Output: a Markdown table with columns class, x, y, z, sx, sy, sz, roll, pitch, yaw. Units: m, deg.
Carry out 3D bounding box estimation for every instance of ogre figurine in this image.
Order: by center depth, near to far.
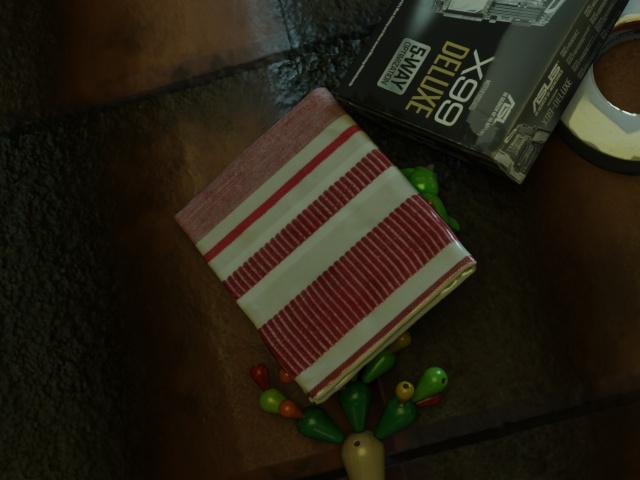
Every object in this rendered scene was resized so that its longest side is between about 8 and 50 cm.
| class | x | y | z | sx | sy | sz | roll | pitch | yaw |
| --- | --- | --- | --- | --- | --- | --- | --- | --- | --- |
| ogre figurine | 0.091 | -0.011 | 1.734 | 0.118 | 0.097 | 0.197 | -22 | 44 | 16 |

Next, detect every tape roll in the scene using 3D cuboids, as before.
| class | x | y | z | sx | sy | sz | roll | pitch | yaw |
| --- | --- | --- | --- | --- | --- | --- | --- | --- | --- |
| tape roll | 0.365 | -0.187 | 1.738 | 0.219 | 0.072 | 0.219 | -1 | 80 | 8 |

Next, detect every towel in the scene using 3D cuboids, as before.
| class | x | y | z | sx | sy | sz | roll | pitch | yaw |
| --- | --- | --- | --- | --- | --- | --- | --- | --- | --- |
| towel | 0.000 | 0.000 | 1.701 | 0.237 | 0.037 | 0.329 | -42 | 53 | 4 |

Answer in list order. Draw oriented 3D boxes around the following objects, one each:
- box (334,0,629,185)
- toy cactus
| class | x | y | z | sx | sy | sz | roll | pitch | yaw |
| --- | --- | --- | --- | --- | --- | --- | --- | --- | --- |
| box | 0.194 | -0.241 | 1.722 | 0.242 | 0.076 | 0.307 | 27 | 83 | 39 |
| toy cactus | 0.038 | 0.196 | 1.708 | 0.219 | 0.112 | 0.180 | -9 | 97 | 4 |
